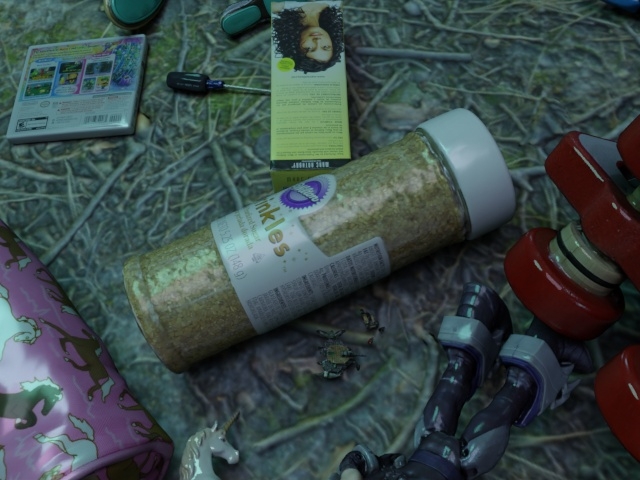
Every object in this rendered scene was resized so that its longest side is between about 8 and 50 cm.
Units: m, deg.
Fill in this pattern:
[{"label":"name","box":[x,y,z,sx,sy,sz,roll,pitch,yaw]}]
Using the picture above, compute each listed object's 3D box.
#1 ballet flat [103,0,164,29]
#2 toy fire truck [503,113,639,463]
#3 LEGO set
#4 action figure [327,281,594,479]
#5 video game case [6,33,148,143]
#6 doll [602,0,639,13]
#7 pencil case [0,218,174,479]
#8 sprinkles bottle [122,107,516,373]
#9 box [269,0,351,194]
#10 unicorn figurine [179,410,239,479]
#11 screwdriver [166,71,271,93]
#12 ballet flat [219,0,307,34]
[{"label":"ballet flat","box":[-0.230,-0.358,0.955,0.073,0.080,0.232,-3,56,40]},{"label":"toy fire truck","box":[0.312,0.039,0.575,0.253,0.169,0.302,7,42,-37]},{"label":"LEGO set","box":[0.024,0.103,0.695,0.083,0.023,0.054,-22,63,-17]},{"label":"action figure","box":[0.104,0.167,0.577,0.185,0.099,0.285,12,51,44]},{"label":"video game case","box":[-0.294,-0.186,0.896,0.157,0.019,0.143,-3,62,9]},{"label":"doll","box":[0.355,-0.302,0.827,0.129,0.046,0.189,-14,68,-8]},{"label":"pencil case","box":[-0.300,0.111,0.668,0.386,0.160,0.167,42,106,25]},{"label":"sprinkles bottle","box":[0.000,0.000,0.692,0.355,0.121,0.121,-25,62,-3]},{"label":"box","box":[-0.013,-0.159,0.806,0.087,0.058,0.232,-3,63,-1]},{"label":"unicorn figurine","box":[-0.101,0.234,0.624,0.162,0.060,0.111,-43,65,-13]},{"label":"screwdriver","box":[-0.099,-0.183,0.860,0.169,0.024,0.025,4,92,10]},{"label":"ballet flat","box":[-0.072,-0.288,0.901,0.114,0.041,0.041,-22,62,-3]}]
